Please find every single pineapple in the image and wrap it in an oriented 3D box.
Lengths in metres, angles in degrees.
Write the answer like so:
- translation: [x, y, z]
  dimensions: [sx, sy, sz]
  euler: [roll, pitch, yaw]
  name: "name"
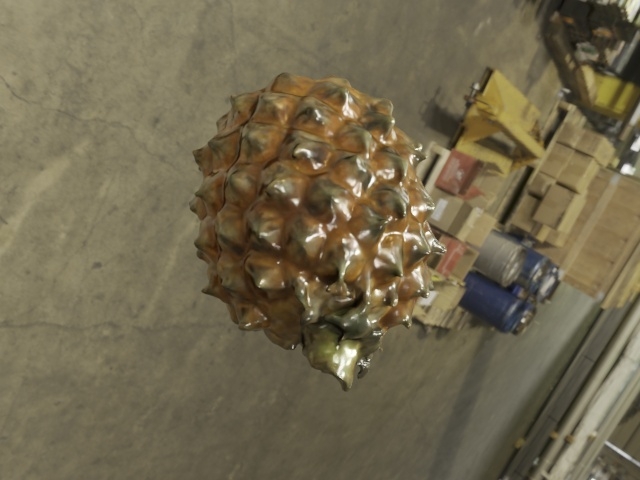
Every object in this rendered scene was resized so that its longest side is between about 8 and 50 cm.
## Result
- translation: [0.000, 0.000, 0.379]
  dimensions: [0.166, 0.193, 0.166]
  euler: [-5, 147, -3]
  name: "pineapple"
